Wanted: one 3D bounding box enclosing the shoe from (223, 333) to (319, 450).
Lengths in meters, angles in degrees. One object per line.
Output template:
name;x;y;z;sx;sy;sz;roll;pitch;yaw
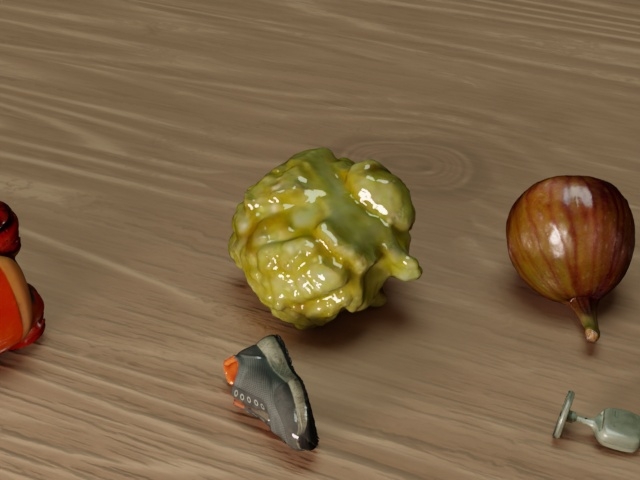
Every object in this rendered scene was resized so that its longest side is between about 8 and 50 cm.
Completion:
shoe;-0.056;0.175;1.496;0.077;0.074;0.194;-17;30;-7

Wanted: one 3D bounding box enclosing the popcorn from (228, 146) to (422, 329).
popcorn;0.000;0.000;1.689;0.255;0.195;0.256;-4;28;11

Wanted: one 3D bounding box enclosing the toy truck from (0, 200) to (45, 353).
toy truck;-0.475;0.058;1.585;0.265;0.189;0.239;25;49;33

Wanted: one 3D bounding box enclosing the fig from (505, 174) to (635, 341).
fig;0.318;0.024;1.707;0.175;0.207;0.175;-10;-5;-1

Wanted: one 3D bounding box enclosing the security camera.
security camera;0.303;0.202;1.478;0.092;0.058;0.058;20;33;9
